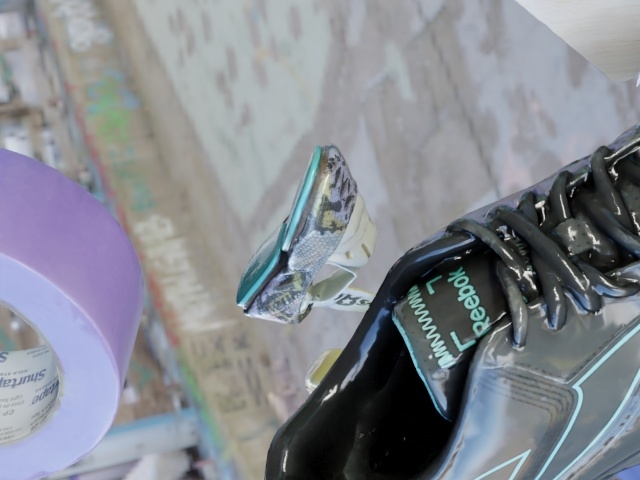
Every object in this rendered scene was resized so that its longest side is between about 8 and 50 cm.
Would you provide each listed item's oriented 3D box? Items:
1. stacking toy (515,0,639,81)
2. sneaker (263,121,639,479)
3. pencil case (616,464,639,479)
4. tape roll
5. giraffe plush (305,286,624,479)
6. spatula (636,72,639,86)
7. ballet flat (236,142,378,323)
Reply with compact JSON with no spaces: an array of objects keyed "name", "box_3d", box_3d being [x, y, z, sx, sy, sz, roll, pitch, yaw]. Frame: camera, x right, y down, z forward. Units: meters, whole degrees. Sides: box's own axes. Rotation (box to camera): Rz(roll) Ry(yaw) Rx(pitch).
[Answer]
[{"name":"stacking toy","box_3d":[0.085,-0.112,0.357,0.279,0.309,0.130,-35,41,44]},{"name":"sneaker","box_3d":[0.091,0.022,0.474,0.267,0.106,0.101,-47,49,22]},{"name":"pencil case","box_3d":[0.152,0.209,0.859,0.133,0.119,0.306,40,-153,-32]},{"name":"tape roll","box_3d":[-0.196,0.043,0.824,0.080,0.189,0.189,-82,-3,-50]},{"name":"giraffe plush","box_3d":[0.100,0.102,0.703,0.181,0.210,0.170,-51,48,50]},{"name":"spatula","box_3d":[0.411,-0.306,1.688,0.242,0.019,0.168,-64,-14,-14]},{"name":"ballet flat","box_3d":[0.000,0.000,0.568,0.114,0.041,0.041,122,133,-59]}]
